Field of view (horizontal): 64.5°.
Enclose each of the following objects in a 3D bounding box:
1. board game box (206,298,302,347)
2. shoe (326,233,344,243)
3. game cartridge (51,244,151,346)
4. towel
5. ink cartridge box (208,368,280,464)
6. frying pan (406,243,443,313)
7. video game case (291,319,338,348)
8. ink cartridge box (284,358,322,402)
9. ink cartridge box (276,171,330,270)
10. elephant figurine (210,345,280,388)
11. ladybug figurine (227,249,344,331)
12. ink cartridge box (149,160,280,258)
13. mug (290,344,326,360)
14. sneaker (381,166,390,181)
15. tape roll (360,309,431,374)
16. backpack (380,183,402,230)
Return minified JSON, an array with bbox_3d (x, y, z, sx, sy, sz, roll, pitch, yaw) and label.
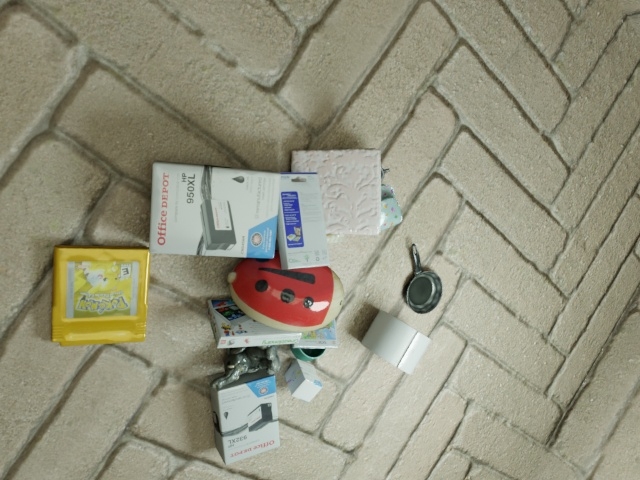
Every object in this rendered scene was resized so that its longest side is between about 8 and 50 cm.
[{"bbox_3d":[-0.238,0.289,1.812,0.306,0.193,0.053,3,125,-28],"label":"board game box"},{"bbox_3d":[0.000,0.000,1.939,0.219,0.077,0.058,-15,103,-26],"label":"shoe"},{"bbox_3d":[-0.700,0.177,1.627,0.286,0.053,0.323,1,100,-28],"label":"game cartridge"},{"bbox_3d":[0.056,-0.177,1.855,0.332,0.053,0.316,1,102,7],"label":"towel"},{"bbox_3d":[-0.283,0.646,1.904,0.223,0.129,0.307,-9,106,-26],"label":"ink cartridge box"},{"bbox_3d":[0.418,0.185,2.214,0.197,0.053,0.326,-47,116,-11],"label":"frying pan"},{"bbox_3d":[-0.028,0.310,1.959,0.194,0.023,0.212,8,63,-29],"label":"video game case"},{"bbox_3d":[-0.071,0.544,1.994,0.092,0.143,0.090,32,103,-29],"label":"ink cartridge box"},{"bbox_3d":[-0.070,-0.069,1.750,0.166,0.065,0.332,-3,84,-27],"label":"ink cartridge box"},{"bbox_3d":[-0.279,0.430,1.855,0.240,0.186,0.169,-17,73,3],"label":"elephant figurine"},{"bbox_3d":[-0.106,0.163,1.804,0.450,0.162,0.304,10,57,-24],"label":"ladybug figurine"},{"bbox_3d":[-0.346,-0.099,1.644,0.395,0.166,0.285,3,99,-16],"label":"ink cartridge box"},{"bbox_3d":[-0.045,0.397,1.984,0.129,0.097,0.158,50,52,0],"label":"mug"},{"bbox_3d":[0.129,-0.243,1.907,0.269,0.153,0.101,-20,110,-23],"label":"sneaker"},{"bbox_3d":[0.311,0.418,2.100,0.246,0.246,0.169,35,84,-29],"label":"tape roll"},{"bbox_3d":[0.225,-0.131,1.992,0.166,0.144,0.188,-23,108,-16],"label":"backpack"}]
